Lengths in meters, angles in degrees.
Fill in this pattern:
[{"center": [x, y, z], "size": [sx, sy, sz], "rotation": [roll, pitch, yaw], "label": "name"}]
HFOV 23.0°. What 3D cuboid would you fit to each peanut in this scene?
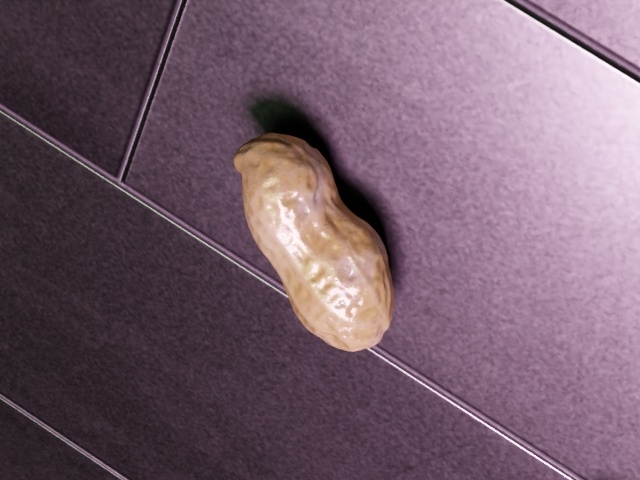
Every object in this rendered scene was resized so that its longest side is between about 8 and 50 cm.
[{"center": [0.000, 0.000, 1.097], "size": [0.080, 0.080, 0.174], "rotation": [-15, 113, 40], "label": "peanut"}]
